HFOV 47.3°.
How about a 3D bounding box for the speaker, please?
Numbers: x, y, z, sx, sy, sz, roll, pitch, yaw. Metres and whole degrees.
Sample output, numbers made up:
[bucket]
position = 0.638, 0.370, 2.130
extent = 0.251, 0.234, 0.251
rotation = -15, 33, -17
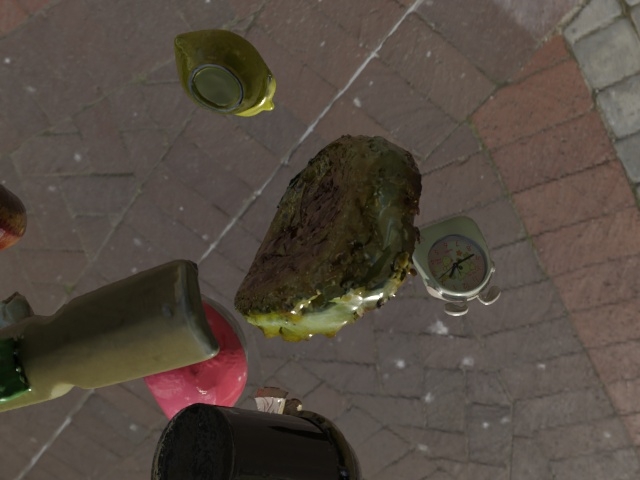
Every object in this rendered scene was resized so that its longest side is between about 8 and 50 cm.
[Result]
[speaker]
position = -0.282, 0.244, 1.515
extent = 0.294, 0.294, 0.294
rotation = 9, 125, 13

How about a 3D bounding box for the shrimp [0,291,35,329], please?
[shrimp]
position = -0.499, 0.149, 1.111
extent = 0.049, 0.166, 0.161
rotation = -22, 71, 21

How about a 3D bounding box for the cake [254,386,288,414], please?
[cake]
position = -0.106, 0.361, 1.486
extent = 0.065, 0.052, 0.121
rotation = 10, 102, 6

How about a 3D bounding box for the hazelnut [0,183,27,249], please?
[hazelnut]
position = -0.814, -0.047, 1.734
extent = 0.208, 0.208, 0.208
rotation = 9, 125, 13

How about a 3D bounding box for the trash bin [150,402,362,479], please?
[trash bin]
position = -0.068, 0.356, 1.102
extent = 0.214, 0.214, 0.334
rotation = -26, 144, 30

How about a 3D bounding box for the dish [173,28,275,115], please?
[dish]
position = -0.169, -0.272, 1.253
extent = 0.208, 0.080, 0.149
rotation = 32, 124, -18

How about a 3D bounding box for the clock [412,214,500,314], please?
[clock]
position = 0.266, 0.053, 1.451
extent = 0.152, 0.191, 0.062
rotation = -19, 161, -11

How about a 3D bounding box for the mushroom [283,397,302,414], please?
[mushroom]
position = -0.083, 0.455, 1.630
extent = 0.093, 0.225, 0.116
rotation = 24, 140, -25

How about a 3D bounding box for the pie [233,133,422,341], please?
[pie]
position = 0.000, 0.000, 0.967
extent = 0.103, 0.288, 0.355
rotation = 38, 155, -25

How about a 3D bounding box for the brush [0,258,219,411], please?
[brush]
position = -0.169, 0.070, 0.436
extent = 0.282, 0.048, 0.054
rotation = -19, 85, 37
